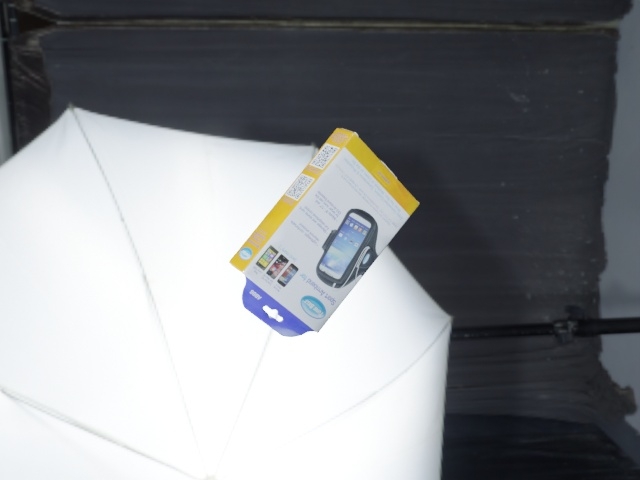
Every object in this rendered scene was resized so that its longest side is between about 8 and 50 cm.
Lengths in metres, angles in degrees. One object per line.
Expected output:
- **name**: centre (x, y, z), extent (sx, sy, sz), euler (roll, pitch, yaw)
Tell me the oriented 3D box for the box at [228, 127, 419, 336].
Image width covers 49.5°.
- **box**: centre (0.000, 0.000, 0.482), extent (0.081, 0.136, 0.028), euler (43, 175, -33)
